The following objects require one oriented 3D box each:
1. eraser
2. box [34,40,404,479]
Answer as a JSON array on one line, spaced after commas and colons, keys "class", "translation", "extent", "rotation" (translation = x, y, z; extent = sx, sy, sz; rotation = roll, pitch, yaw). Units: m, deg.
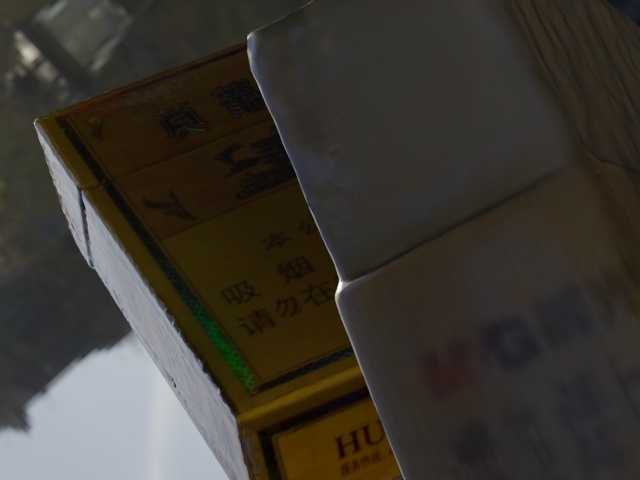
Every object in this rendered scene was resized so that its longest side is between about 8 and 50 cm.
[{"class": "eraser", "translation": [0.096, 0.095, 0.437], "extent": [0.144, 0.078, 0.343], "rotation": [11, -127, -63]}, {"class": "box", "translation": [0.000, 0.000, 0.883], "extent": [0.301, 0.193, 0.084], "rotation": [-131, 24, -53]}]
